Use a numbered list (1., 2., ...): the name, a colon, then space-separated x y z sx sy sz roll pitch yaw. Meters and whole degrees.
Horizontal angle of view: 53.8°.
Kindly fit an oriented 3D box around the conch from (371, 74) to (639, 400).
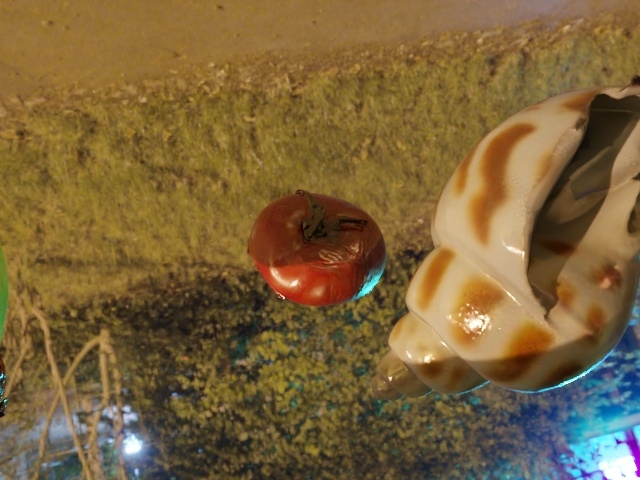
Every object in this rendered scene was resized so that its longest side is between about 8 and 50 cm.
1. conch: 0.144 0.016 0.462 0.183 0.275 0.149 39 167 -30

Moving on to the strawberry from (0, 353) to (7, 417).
1. strawberry: -0.612 0.185 0.922 0.250 0.288 0.238 -12 -164 -16

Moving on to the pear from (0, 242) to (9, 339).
1. pear: -0.456 0.061 0.519 0.391 0.391 0.391 -14 165 -4

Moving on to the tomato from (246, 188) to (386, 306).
1. tomato: 0.003 -0.002 0.993 0.228 0.228 0.101 -8 142 -25
